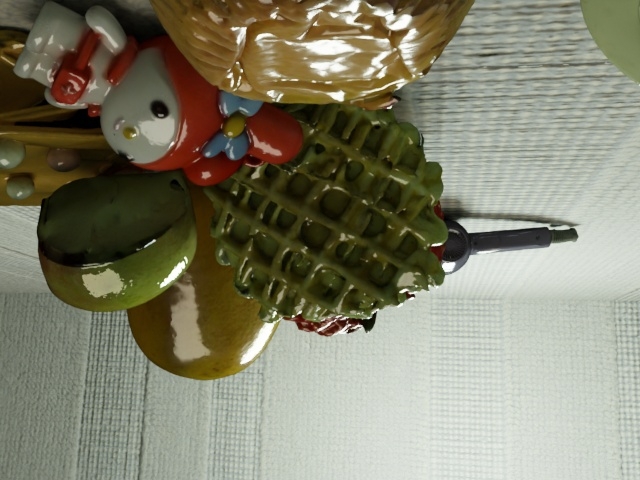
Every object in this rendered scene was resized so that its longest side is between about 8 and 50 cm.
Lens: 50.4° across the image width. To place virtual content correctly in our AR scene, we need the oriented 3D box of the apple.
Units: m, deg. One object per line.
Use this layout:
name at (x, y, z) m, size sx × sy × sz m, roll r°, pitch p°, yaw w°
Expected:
apple at (-0.256, 0.000, 0.870) m, size 0.188 × 0.174 × 0.207 m, roll -6°, pitch -170°, yaw -16°

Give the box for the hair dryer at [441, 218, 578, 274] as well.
hair dryer at (0.377, 0.009, 1.484) m, size 0.361 × 0.121 × 0.301 m, roll -4°, pitch 177°, yaw 1°

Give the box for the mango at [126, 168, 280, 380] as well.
mango at (-0.197, 0.056, 1.182) m, size 0.300 × 0.232 × 0.446 m, roll -23°, pitch 135°, yaw -24°

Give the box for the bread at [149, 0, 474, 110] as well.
bread at (-0.007, -0.186, 0.436) m, size 0.274 × 0.149 × 0.274 m, roll -3°, pitch 173°, yaw 0°

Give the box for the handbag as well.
handbag at (-0.355, -0.119, 0.894) m, size 0.283 × 0.133 × 0.401 m, roll 1°, pitch 170°, yaw -41°

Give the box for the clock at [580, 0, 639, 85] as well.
clock at (0.306, -0.168, 0.496) m, size 0.235 × 0.029 × 0.235 m, roll 32°, pitch 168°, yaw 8°

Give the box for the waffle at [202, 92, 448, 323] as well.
waffle at (-0.003, -0.034, 0.836) m, size 0.317 × 0.297 × 0.073 m, roll -12°, pitch -169°, yaw 23°

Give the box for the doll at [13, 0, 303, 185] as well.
doll at (-0.157, -0.141, 0.706) m, size 0.290 × 0.130 × 0.161 m, roll 24°, pitch 134°, yaw -27°

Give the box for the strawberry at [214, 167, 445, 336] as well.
strawberry at (0.008, -0.038, 1.001) m, size 0.312 × 0.267 × 0.351 m, roll -32°, pitch 122°, yaw 22°
